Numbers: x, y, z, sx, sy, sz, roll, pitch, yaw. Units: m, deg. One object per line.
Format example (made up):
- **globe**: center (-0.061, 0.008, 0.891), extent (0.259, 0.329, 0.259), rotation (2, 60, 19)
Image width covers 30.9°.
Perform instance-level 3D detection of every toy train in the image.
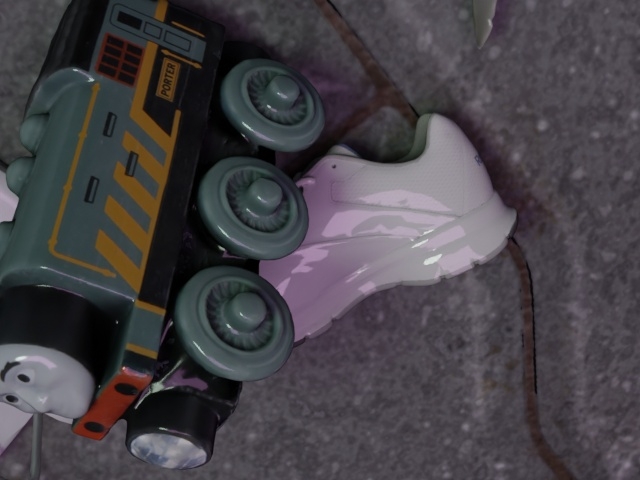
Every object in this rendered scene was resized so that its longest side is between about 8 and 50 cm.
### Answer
- **toy train**: center (-0.113, -0.018, 0.759), extent (0.190, 0.334, 0.142), rotation (21, 142, -18)

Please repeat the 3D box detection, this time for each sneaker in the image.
- **sneaker**: center (0.000, 0.000, 0.908), extent (0.297, 0.111, 0.129), rotation (-26, 100, -3)

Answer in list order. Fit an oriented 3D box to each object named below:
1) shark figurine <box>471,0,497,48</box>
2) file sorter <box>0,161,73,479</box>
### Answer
- **shark figurine**: center (0.016, -0.244, 0.810), extent (0.278, 0.166, 0.116), rotation (15, 137, -35)
- **file sorter**: center (-0.280, 0.100, 0.845), extent (0.192, 0.173, 0.278), rotation (35, 103, -23)
